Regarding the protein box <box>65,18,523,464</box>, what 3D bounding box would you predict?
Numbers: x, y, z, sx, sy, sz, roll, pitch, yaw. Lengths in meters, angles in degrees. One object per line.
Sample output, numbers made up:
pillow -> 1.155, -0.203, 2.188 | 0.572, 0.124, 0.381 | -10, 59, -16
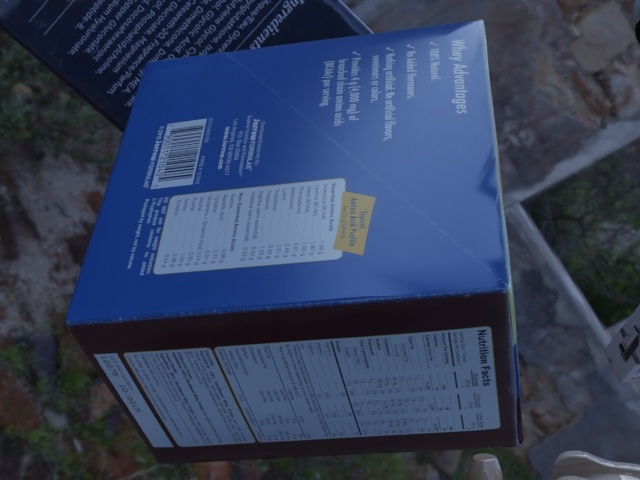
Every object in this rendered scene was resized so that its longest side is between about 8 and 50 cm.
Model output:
protein box -> 0.000, 0.000, 0.492 | 0.136, 0.201, 0.199 | 74, 15, -46

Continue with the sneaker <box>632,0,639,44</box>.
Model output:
sneaker -> 0.399, -0.272, 0.684 | 0.130, 0.323, 0.236 | 51, 36, -61

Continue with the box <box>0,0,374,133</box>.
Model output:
box -> -0.139, -0.237, 0.843 | 0.395, 0.212, 0.293 | 41, 11, -16

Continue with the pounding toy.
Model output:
pounding toy -> 0.274, 0.316, 0.887 | 0.155, 0.270, 0.154 | -30, 127, -68

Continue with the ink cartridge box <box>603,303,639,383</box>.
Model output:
ink cartridge box -> 0.438, 0.123, 1.121 | 0.135, 0.099, 0.056 | 104, -22, -50
